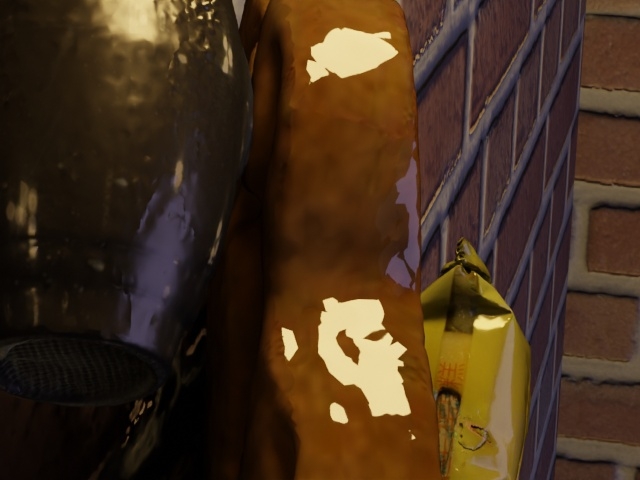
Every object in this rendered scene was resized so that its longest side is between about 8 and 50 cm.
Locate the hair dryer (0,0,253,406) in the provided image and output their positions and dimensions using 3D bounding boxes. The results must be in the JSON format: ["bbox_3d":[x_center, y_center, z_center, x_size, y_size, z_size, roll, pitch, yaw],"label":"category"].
[{"bbox_3d":[-0.055,-0.021,0.493,0.219,0.075,0.195,95,-3,-62],"label":"hair dryer"}]

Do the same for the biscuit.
[{"bbox_3d":[-0.007,0.072,0.542,0.367,0.063,0.314,-95,-176,-51],"label":"biscuit"}]

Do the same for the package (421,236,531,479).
[{"bbox_3d":[0.074,0.118,1.041,0.168,0.090,0.226,65,35,-73],"label":"package"}]
